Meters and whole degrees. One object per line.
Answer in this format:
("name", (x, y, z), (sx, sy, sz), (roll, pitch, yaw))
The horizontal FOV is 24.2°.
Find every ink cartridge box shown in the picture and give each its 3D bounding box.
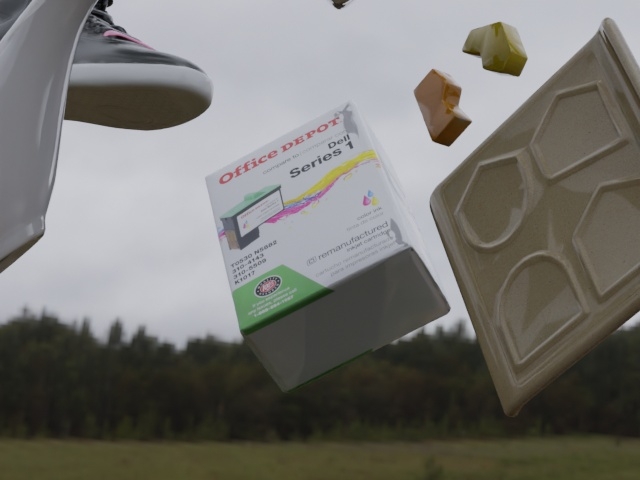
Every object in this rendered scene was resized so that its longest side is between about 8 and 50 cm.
("ink cartridge box", (0.000, 0.000, 1.631), (0.201, 0.278, 0.117), (-27, -51, 8))

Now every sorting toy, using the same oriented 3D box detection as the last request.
("sorting toy", (0.168, -0.051, 1.111), (0.041, 0.307, 0.229), (15, -48, -34))

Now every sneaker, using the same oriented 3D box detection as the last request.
("sneaker", (-0.184, -0.168, 1.149), (0.296, 0.147, 0.104), (7, -13, 43))

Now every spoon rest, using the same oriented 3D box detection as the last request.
("spoon rest", (-0.115, -0.052, 0.615), (0.276, 0.084, 0.137), (-36, 3, 0))
